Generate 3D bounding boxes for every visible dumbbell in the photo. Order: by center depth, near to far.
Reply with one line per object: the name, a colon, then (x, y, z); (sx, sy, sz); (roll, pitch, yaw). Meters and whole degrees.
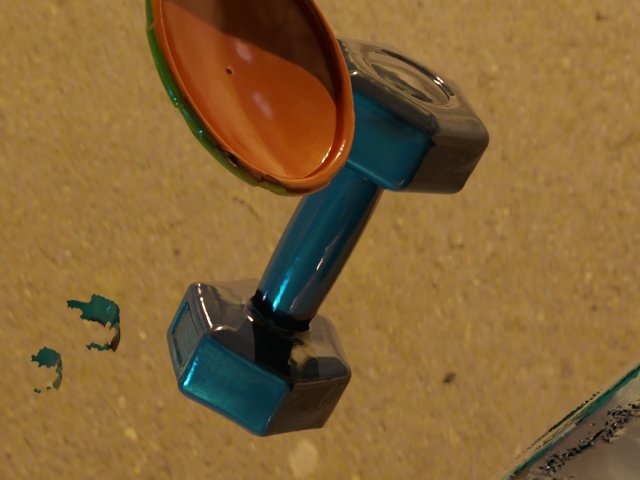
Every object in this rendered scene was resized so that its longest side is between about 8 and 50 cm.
dumbbell: (-0.001, 0.000, 1.364); (0.143, 0.156, 0.316); (43, 117, 32)

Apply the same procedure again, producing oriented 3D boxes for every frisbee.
frisbee: (-0.050, -0.115, 1.123); (0.035, 0.192, 0.192); (-25, 53, 36)

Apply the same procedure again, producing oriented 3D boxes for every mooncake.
mooncake: (-0.137, 0.211, 1.092); (0.150, 0.057, 0.346); (6, 92, 35)

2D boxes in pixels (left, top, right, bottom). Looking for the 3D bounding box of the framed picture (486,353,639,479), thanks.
framed picture: (0.237, 0.152, 1.161); (0.247, 0.335, 0.022); (-37, 103, -10)
